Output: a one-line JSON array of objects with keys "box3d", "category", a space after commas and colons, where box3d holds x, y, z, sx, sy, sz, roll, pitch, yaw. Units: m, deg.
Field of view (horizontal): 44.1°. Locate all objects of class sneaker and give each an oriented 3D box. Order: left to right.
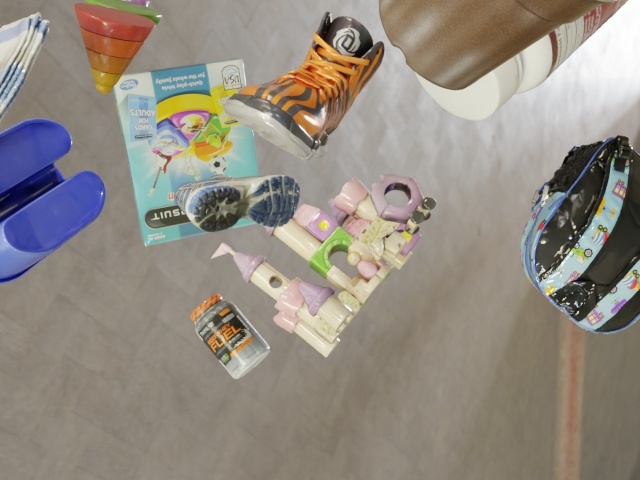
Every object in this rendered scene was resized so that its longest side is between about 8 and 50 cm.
[{"box3d": [-0.076, -0.043, 0.732, 0.135, 0.058, 0.052, -4, 113, -47], "category": "sneaker"}, {"box3d": [-0.013, -0.202, 0.977, 0.180, 0.124, 0.321, -58, 180, 10], "category": "sneaker"}]

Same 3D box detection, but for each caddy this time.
[{"box3d": [-0.563, -0.070, 1.444, 0.241, 0.179, 0.341, 59, 33, -14], "category": "caddy"}]

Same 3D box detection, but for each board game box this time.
[{"box3d": [-0.261, -0.180, 1.588, 0.254, 0.079, 0.336, -12, 107, -16], "category": "board game box"}]

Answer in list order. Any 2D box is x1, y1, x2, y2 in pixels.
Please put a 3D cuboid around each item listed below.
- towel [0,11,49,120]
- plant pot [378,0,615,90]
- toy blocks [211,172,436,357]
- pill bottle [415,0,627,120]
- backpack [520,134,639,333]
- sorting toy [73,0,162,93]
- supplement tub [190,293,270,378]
[{"box3d": [-0.461, -0.159, 1.019, 0.034, 0.209, 0.285, 36, 66, -40], "category": "towel"}, {"box3d": [0.150, -0.229, 0.704, 0.167, 0.165, 0.167, 20, 53, -29], "category": "plant pot"}, {"box3d": [0.000, 0.000, 1.371, 0.288, 0.260, 0.309, -48, 170, -15], "category": "toy blocks"}, {"box3d": [0.349, -0.392, 1.347, 0.392, 0.224, 0.224, -42, 132, -19], "category": "pill bottle"}, {"box3d": [0.283, 0.002, 0.815, 0.158, 0.117, 0.173, 39, 82, -12], "category": "backpack"}, {"box3d": [-0.339, -0.332, 1.321, 0.365, 0.127, 0.126, -110, -147, -67], "category": "sorting toy"}, {"box3d": [-0.220, 0.228, 1.902, 0.117, 0.190, 0.117, -41, 171, -8], "category": "supplement tub"}]
